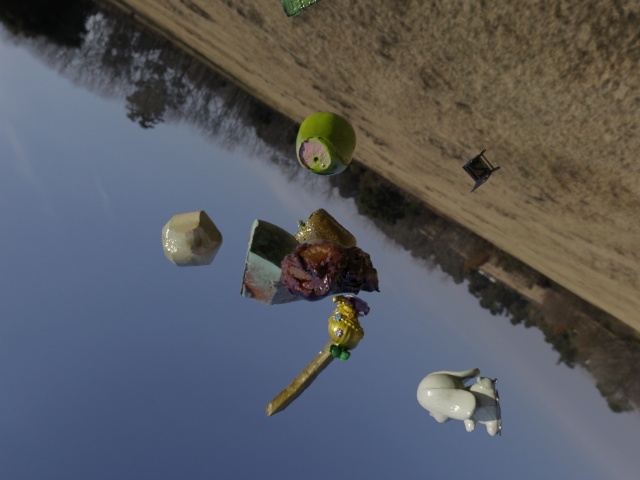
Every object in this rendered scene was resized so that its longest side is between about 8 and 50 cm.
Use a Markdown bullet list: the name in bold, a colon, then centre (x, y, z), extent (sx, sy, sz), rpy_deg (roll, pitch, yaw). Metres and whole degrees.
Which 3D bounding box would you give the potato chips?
- **potato chips**: centre (-0.051, 0.505, 1.774), extent (0.057, 0.407, 0.080), rpy_deg (46, -175, 39)

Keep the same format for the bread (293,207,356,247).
- **bread**: centre (0.000, 0.000, 1.886), extent (0.246, 0.196, 0.176), rpy_deg (42, -164, 6)

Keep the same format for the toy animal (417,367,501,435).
- **toy animal**: centre (0.487, 0.544, 1.630), extent (0.288, 0.174, 0.249), rpy_deg (-7, -169, -4)

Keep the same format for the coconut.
- **coconut**: centre (-0.497, -0.005, 1.867), extent (0.241, 0.241, 0.241), rpy_deg (32, -172, -5)

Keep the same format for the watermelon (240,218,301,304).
- **watermelon**: centre (-0.124, 0.087, 1.322), extent (0.289, 0.214, 0.320), rpy_deg (40, 179, -24)

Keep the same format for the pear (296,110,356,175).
- **pear**: centre (0.024, -0.290, 1.405), extent (0.187, 0.188, 0.220), rpy_deg (34, -146, 4)

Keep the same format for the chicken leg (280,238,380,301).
- **chicken leg**: centre (0.008, 0.042, 0.851), extent (0.157, 0.096, 0.407), rpy_deg (-7, 180, 1)

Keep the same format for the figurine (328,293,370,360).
- **figurine**: centre (0.053, 0.210, 1.178), extent (0.114, 0.156, 0.094), rpy_deg (35, 162, -32)

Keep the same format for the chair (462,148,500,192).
- **chair**: centre (0.617, -0.270, 1.871), extent (0.102, 0.084, 0.212), rpy_deg (53, 176, 7)

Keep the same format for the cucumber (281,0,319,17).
- **cucumber**: centre (0.001, -0.594, 1.063), extent (0.115, 0.193, 0.086), rpy_deg (19, 147, 58)
